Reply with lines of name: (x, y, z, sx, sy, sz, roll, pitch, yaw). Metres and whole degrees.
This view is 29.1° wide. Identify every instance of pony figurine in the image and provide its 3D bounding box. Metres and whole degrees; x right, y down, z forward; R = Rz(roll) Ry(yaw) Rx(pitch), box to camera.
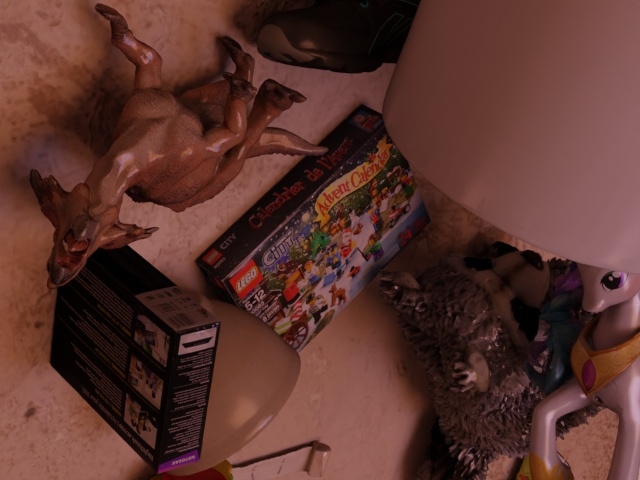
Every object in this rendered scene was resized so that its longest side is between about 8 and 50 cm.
pony figurine: (0.344, 0.111, 1.191, 0.350, 0.302, 0.364, -8, 105, -34)

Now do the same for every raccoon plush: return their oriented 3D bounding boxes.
raccoon plush: (0.159, 0.193, 1.366, 0.299, 0.216, 0.447, -10, 121, -47)

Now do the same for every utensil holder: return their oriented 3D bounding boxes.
utensil holder: (0.252, -0.213, 0.954, 0.327, 0.327, 0.386, -7, 130, -44)

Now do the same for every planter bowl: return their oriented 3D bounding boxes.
planter bowl: (-0.114, 0.114, 1.111, 0.162, 0.162, 0.109, -44, 112, -16)

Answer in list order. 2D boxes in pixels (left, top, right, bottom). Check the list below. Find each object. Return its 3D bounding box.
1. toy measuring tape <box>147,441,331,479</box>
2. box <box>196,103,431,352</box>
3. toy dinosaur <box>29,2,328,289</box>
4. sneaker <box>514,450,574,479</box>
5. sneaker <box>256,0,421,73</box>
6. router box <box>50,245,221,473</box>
toy measuring tape: (-0.085, 0.278, 1.263, 0.330, 0.121, 0.121, -6, 119, -44)
box: (0.000, 0.000, 1.222, 0.233, 0.044, 0.159, -44, 139, -16)
toy dinosaur: (-0.124, -0.063, 1.001, 0.295, 0.127, 0.200, -1, 124, -59)
sneaker: (0.296, 0.375, 1.749, 0.094, 0.081, 0.209, -21, 129, -33)
sneaker: (0.041, -0.207, 1.106, 0.267, 0.101, 0.106, -15, 115, -49)
router box: (-0.157, 0.085, 1.009, 0.046, 0.179, 0.133, -11, 123, -39)
